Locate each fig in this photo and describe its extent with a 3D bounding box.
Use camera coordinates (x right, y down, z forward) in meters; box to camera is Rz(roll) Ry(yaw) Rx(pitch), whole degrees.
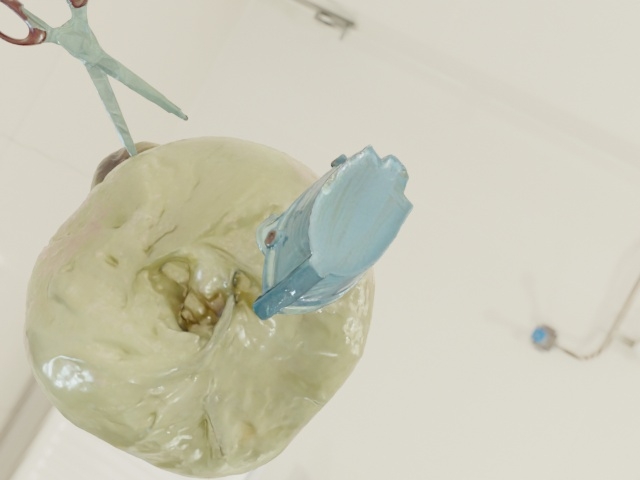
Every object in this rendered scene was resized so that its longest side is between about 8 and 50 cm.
[{"bbox_3d":[-0.240,-0.062,1.693,0.136,0.120,0.153,-59,-159,-16],"label":"fig"}]

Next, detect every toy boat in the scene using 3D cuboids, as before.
[{"bbox_3d":[0.000,0.000,1.113,0.102,0.088,0.215,-29,-165,40],"label":"toy boat"}]

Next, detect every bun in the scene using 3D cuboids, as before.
[{"bbox_3d":[-0.120,0.073,1.301,0.361,0.361,0.213,-61,-174,2],"label":"bun"}]

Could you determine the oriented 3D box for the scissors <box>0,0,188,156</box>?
[{"bbox_3d":[-0.253,-0.205,1.420,0.144,0.248,0.017,-37,-173,19],"label":"scissors"}]
